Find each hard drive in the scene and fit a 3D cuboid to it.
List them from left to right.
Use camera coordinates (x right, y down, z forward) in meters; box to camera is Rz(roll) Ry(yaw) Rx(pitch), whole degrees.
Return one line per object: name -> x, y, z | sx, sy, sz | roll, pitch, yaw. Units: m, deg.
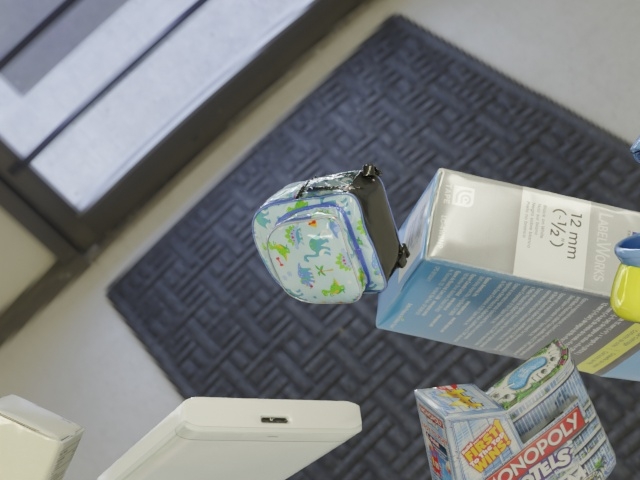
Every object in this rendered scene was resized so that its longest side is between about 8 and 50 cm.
hard drive -> -0.128, 0.281, 1.751 | 0.353, 0.233, 0.047 | -43, 49, 55

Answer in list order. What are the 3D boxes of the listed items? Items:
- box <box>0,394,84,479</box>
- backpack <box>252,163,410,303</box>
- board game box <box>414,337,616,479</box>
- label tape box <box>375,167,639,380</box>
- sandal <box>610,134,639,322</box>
box -> -0.447, 0.379, 1.827 | 0.148, 0.121, 0.311 | 24, -91, -86
backpack -> 0.000, 0.000, 1.130 | 0.114, 0.105, 0.084 | -5, 26, 35
board game box -> 0.174, 0.189, 1.232 | 0.194, 0.194, 0.060 | -35, 31, -12
label tape box -> 0.257, 0.048, 1.477 | 0.347, 0.249, 0.115 | 11, 68, -6
sandal -> 0.341, -0.049, 0.946 | 0.317, 0.138, 0.126 | -19, 12, -15
